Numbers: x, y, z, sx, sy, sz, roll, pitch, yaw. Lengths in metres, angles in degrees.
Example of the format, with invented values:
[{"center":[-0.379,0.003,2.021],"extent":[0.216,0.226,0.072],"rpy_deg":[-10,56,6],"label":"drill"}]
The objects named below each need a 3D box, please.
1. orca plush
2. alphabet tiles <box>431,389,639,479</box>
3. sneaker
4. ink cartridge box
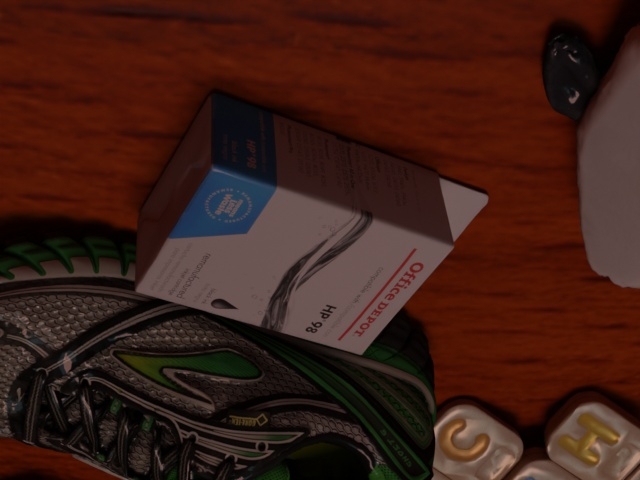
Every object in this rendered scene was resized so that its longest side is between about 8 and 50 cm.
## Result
[{"center":[0.196,-0.101,0.568],"extent":[0.151,0.102,0.287],"rpy_deg":[23,138,37],"label":"orca plush"},{"center":[0.155,0.247,0.862],"extent":[0.278,0.021,0.284],"rpy_deg":[36,105,-15],"label":"alphabet tiles"},{"center":[-0.084,0.095,0.675],"extent":[0.344,0.146,0.134],"rpy_deg":[10,134,-15],"label":"sneaker"},{"center":[0.000,0.000,0.644],"extent":[0.180,0.060,0.104],"rpy_deg":[18,131,-23],"label":"ink cartridge box"}]
